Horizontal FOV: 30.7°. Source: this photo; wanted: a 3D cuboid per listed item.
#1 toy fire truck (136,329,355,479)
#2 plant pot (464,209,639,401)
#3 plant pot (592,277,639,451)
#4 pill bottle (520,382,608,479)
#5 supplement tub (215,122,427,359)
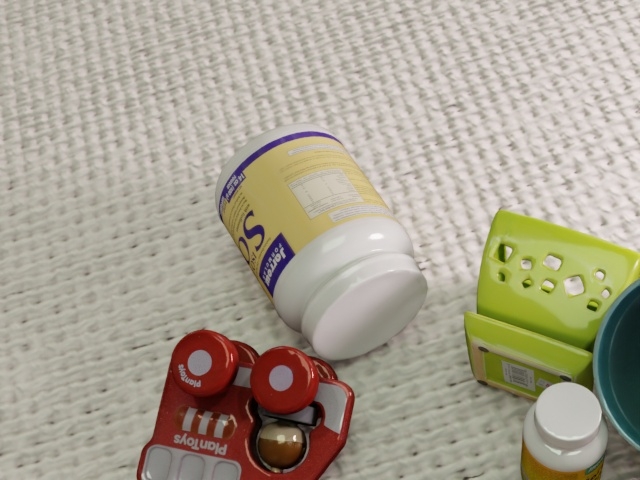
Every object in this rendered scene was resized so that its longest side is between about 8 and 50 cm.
[{"bbox_3d":[-0.108,0.280,1.743,0.302,0.169,0.254,10,81,15],"label":"toy fire truck"},{"bbox_3d":[0.334,0.118,1.742,0.227,0.228,0.207,18,67,19],"label":"plant pot"},{"bbox_3d":[0.547,0.171,1.619,0.271,0.255,0.272,-3,85,29],"label":"plant pot"},{"bbox_3d":[0.340,0.284,1.627,0.117,0.208,0.118,-4,55,5],"label":"pill bottle"},{"bbox_3d":[0.000,0.000,1.853,0.241,0.241,0.331,-26,56,-11],"label":"supplement tub"}]
